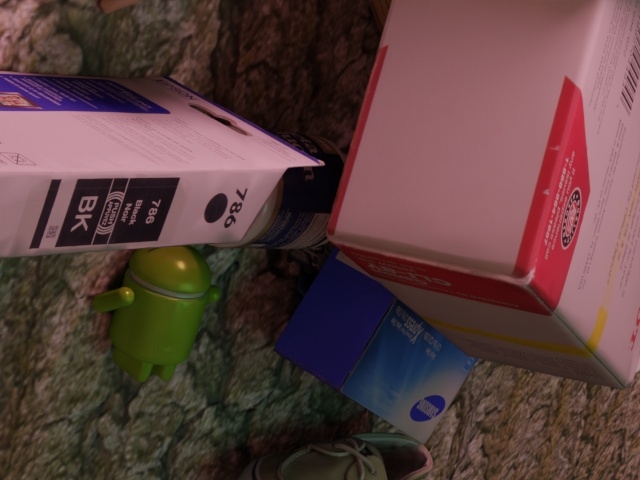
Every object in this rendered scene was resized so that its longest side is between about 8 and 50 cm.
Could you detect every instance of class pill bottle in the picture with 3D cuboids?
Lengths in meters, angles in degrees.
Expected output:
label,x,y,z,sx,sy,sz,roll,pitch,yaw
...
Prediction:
label,x,y,z,sx,sy,sz,roll,pitch,yaw
pill bottle,-0.031,-0.040,1.392,0.169,0.094,0.094,1,114,-57

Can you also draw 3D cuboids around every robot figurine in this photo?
label,x,y,z,sx,sy,sz,roll,pitch,yaw
robot figurine,-0.123,0.050,1.356,0.101,0.067,0.115,-1,116,-43

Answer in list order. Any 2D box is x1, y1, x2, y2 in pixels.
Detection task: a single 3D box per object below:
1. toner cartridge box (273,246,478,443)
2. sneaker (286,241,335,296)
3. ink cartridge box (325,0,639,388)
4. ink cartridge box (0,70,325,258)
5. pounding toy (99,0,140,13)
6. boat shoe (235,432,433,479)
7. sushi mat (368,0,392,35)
label,x,y,z,sx,sy,sz,roll,pitch,yaw
toner cartridge box,0.074,0.080,1.614,0.165,0.075,0.348,-57,160,-3
sneaker,0.000,0.000,1.518,0.058,0.052,0.135,-34,140,-29
ink cartridge box,0.168,-0.061,1.379,0.384,0.160,0.279,39,64,-64
ink cartridge box,-0.158,-0.054,1.121,0.332,0.165,0.065,-5,119,-54
pounding toy,-0.063,-0.212,1.184,0.141,0.130,0.100,-32,127,-40
boat shoe,0.014,0.225,1.665,0.094,0.109,0.302,-48,162,14
sushi mat,0.089,-0.251,1.470,0.151,0.019,0.316,-52,149,-16
